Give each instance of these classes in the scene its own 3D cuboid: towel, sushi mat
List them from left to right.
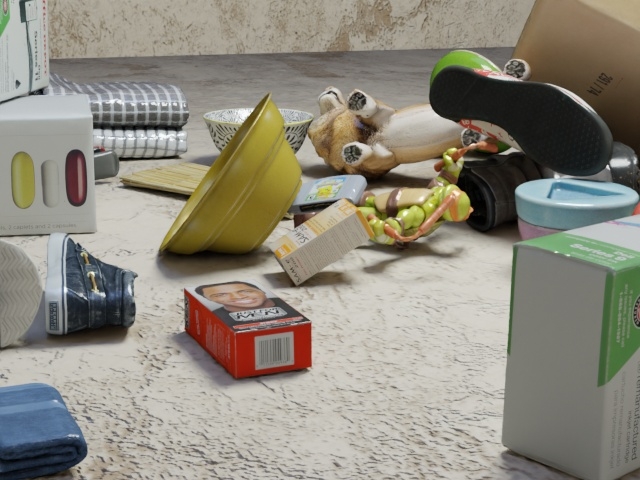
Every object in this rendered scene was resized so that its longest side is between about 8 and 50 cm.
[{"bbox_3d":[-0.206,0.132,0.889,0.067,0.029,0.119,-5,15,-22],"label":"towel"},{"bbox_3d":[-0.354,-0.210,2.059,0.235,0.121,0.283,-3,15,-20],"label":"towel"},{"bbox_3d":[-0.118,-0.073,1.730,0.316,0.019,0.151,11,19,38],"label":"sushi mat"}]

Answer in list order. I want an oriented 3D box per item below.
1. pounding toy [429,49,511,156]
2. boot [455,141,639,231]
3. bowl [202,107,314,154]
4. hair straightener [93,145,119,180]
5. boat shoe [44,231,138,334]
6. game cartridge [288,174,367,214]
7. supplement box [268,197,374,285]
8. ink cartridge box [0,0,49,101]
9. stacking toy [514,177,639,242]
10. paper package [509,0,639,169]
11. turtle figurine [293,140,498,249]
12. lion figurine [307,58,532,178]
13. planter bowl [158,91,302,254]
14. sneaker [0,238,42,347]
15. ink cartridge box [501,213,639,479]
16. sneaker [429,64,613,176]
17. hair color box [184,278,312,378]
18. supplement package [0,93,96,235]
[{"bbox_3d":[0.237,-0.190,1.990,0.110,0.183,0.237,-38,36,-27],"label":"pounding toy"},{"bbox_3d":[0.268,-0.095,1.672,0.222,0.118,0.338,-6,9,-3],"label":"boot"},{"bbox_3d":[-0.094,-0.151,1.921,0.170,0.080,0.170,1,14,0],"label":"bowl"},{"bbox_3d":[-0.378,-0.091,1.733,0.230,0.047,0.089,-10,17,-35],"label":"hair straightener"},{"bbox_3d":[-0.217,0.042,1.195,0.083,0.065,0.183,1,20,-11],"label":"boat shoe"},{"bbox_3d":[0.008,-0.052,1.422,0.083,0.017,0.056,-7,28,26],"label":"game cartridge"},{"bbox_3d":[0.000,0.000,1.325,0.098,0.036,0.062,-33,20,-6],"label":"supplement box"},{"bbox_3d":[-0.412,-0.258,1.590,0.086,0.153,0.208,2,13,5],"label":"ink cartridge box"},{"bbox_3d":[0.366,-0.017,1.310,0.279,0.130,0.309,-6,16,-25],"label":"stacking toy"},{"bbox_3d":[0.433,-0.261,1.729,0.309,0.168,0.325,27,-22,5],"label":"paper package"},{"bbox_3d":[0.092,-0.040,1.469,0.217,0.087,0.269,-3,26,31],"label":"turtle figurine"},{"bbox_3d":[0.159,-0.163,1.786,0.392,0.142,0.240,-1,-2,15],"label":"lion figurine"},{"bbox_3d":[-0.083,-0.052,1.411,0.090,0.217,0.217,35,11,-8],"label":"planter bowl"},{"bbox_3d":[-0.420,0.038,1.101,0.315,0.127,0.182,1,9,-29],"label":"sneaker"},{"bbox_3d":[0.236,0.066,0.917,0.212,0.154,0.093,-12,19,-41],"label":"ink cartridge box"},{"bbox_3d":[0.269,-0.141,1.510,0.145,0.090,0.270,7,15,-45],"label":"sneaker"},{"bbox_3d":[-0.065,0.074,1.099,0.072,0.043,0.141,-6,15,-23],"label":"hair color box"},{"bbox_3d":[-0.412,-0.096,1.554,0.261,0.145,0.204,-3,14,-12],"label":"supplement package"}]
